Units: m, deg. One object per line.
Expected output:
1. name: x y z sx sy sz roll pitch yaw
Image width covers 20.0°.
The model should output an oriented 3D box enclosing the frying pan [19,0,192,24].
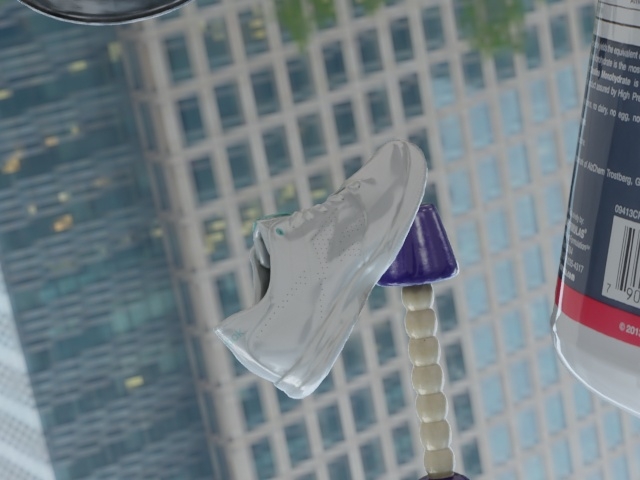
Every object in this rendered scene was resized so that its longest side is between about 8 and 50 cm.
1. frying pan: -0.194 -0.250 1.238 0.326 0.053 0.197 18 -116 17

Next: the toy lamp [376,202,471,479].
1. toy lamp: 0.095 0.104 1.614 0.080 0.275 0.080 -7 -172 1

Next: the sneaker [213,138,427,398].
1. sneaker: 0.000 0.000 1.259 0.212 0.094 0.080 -61 -171 -28

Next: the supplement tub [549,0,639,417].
1. supplement tub: 0.203 -0.062 0.733 0.191 0.272 0.191 7 -169 -1
